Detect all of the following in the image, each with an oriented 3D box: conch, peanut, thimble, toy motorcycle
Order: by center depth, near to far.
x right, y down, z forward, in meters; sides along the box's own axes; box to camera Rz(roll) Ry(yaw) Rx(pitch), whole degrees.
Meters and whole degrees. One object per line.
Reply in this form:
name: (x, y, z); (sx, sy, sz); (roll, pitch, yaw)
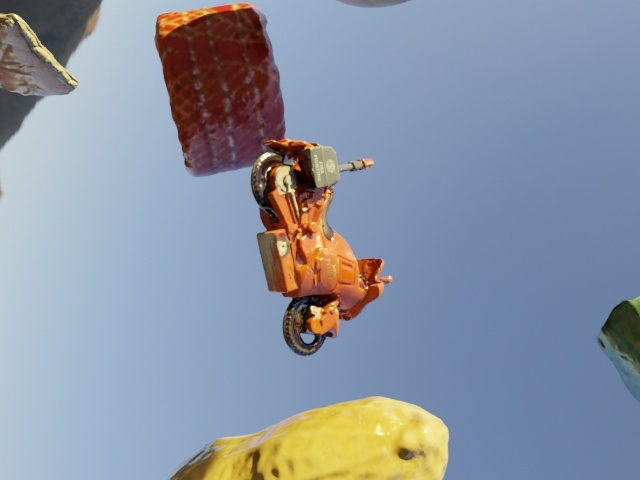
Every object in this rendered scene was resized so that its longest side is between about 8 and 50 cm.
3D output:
peanut: (-0.024, 0.232, 0.520); (0.306, 0.147, 0.146); (-30, -132, 19)
conch: (0.492, 0.147, 0.766); (0.134, 0.202, 0.196); (49, -36, 38)
toy motorcycle: (0.000, 0.000, 0.863); (0.148, 0.221, 0.325); (-4, -80, 44)
thimble: (-0.212, -0.320, 1.187); (0.350, 0.231, 0.349); (168, -90, -78)

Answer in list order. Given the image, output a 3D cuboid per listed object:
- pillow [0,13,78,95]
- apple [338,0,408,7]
pillow: (-0.401, -0.219, 0.622); (0.233, 0.126, 0.043); (14, -113, 15)
apple: (0.091, -0.584, 0.912); (0.391, 0.392, 0.346); (-63, -150, 3)
